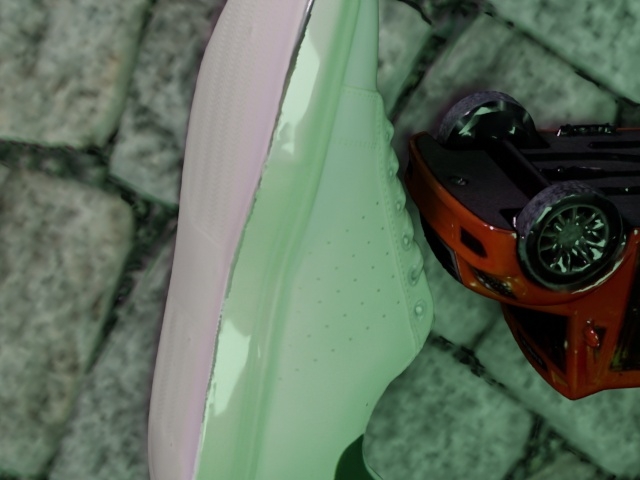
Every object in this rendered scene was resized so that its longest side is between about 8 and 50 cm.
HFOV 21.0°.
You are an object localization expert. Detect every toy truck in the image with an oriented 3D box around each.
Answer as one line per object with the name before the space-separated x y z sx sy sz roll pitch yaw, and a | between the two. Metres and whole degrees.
toy truck | 0.163 0.003 0.769 0.252 0.107 0.114 -3 118 -18

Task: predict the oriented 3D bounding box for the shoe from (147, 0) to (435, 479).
shoe | 0.000 0.000 0.734 0.110 0.095 0.265 6 111 -24
